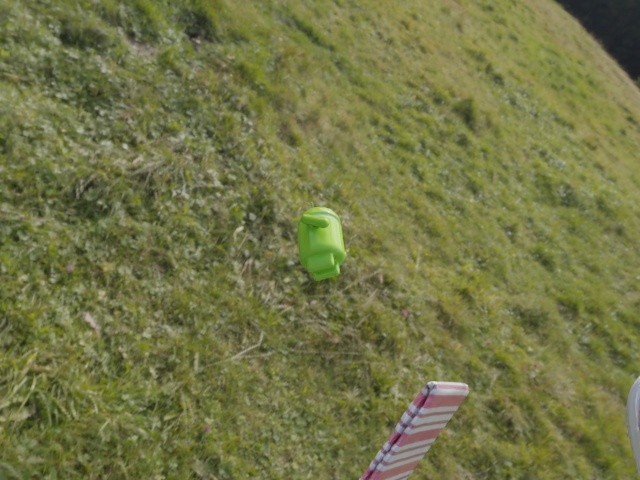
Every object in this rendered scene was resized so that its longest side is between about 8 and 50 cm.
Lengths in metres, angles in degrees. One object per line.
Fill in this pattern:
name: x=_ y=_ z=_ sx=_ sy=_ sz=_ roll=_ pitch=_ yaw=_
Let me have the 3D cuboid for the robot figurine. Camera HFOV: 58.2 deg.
robot figurine: x=0.000 y=0.000 z=0.848 sx=0.101 sy=0.067 sz=0.115 roll=56 pitch=23 yaw=-50

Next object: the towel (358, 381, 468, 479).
towel: x=0.102 y=0.249 z=0.703 sx=0.029 sy=0.197 sz=0.144 roll=37 pitch=5 yaw=30

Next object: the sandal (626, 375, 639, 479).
sandal: x=0.360 y=0.246 z=0.517 sx=0.101 sy=0.076 sz=0.266 roll=-7 pitch=82 yaw=-18
